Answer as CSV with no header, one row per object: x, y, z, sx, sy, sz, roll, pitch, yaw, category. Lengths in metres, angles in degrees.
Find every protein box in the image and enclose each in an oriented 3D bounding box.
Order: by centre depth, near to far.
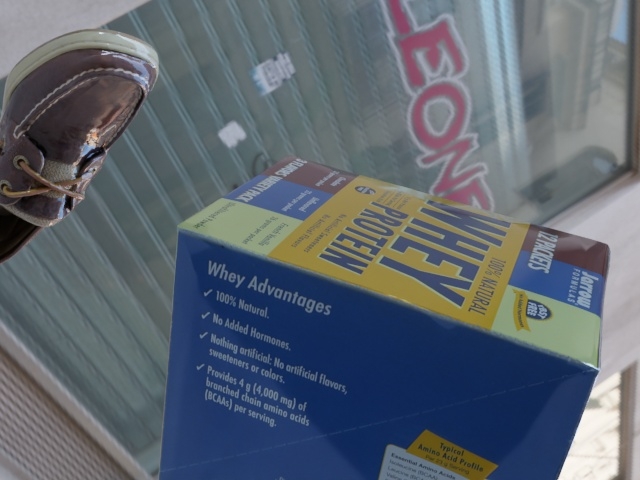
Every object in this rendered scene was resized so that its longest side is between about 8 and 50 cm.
0.031,0.087,0.418,0.199,0.136,0.201,17,-64,16,protein box

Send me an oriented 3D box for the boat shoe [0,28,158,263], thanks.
-0.264,-0.070,0.722,0.123,0.342,0.123,11,60,-47,boat shoe
